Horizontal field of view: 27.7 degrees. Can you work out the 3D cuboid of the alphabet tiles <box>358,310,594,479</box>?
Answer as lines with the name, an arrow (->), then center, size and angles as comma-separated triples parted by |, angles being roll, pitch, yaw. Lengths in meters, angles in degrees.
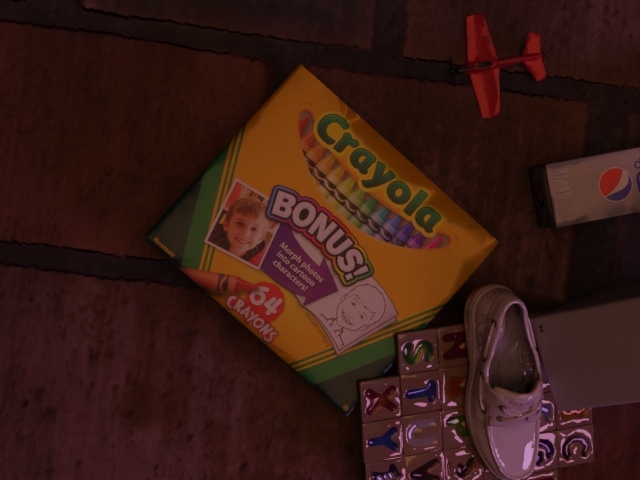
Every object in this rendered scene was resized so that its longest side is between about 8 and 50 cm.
alphabet tiles -> 0.218, 0.248, 1.766 | 0.342, 0.011, 0.285 | -7, 101, -17

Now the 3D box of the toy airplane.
toy airplane -> 0.254, -0.248, 1.826 | 0.151, 0.028, 0.151 | 0, 90, -4

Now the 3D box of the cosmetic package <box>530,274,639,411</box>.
cosmetic package -> 0.440, 0.120, 1.690 | 0.225, 0.224, 0.138 | -15, 89, -41

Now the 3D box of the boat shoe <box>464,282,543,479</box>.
boat shoe -> 0.248, 0.198, 1.709 | 0.098, 0.096, 0.277 | -14, 104, -16

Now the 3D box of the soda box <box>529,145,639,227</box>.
soda box -> 0.443, -0.085, 1.801 | 0.286, 0.098, 0.091 | -11, 90, -4

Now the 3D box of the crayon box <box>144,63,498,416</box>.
crayon box -> 0.000, 0.000, 1.760 | 0.363, 0.106, 0.313 | 42, 86, -3
